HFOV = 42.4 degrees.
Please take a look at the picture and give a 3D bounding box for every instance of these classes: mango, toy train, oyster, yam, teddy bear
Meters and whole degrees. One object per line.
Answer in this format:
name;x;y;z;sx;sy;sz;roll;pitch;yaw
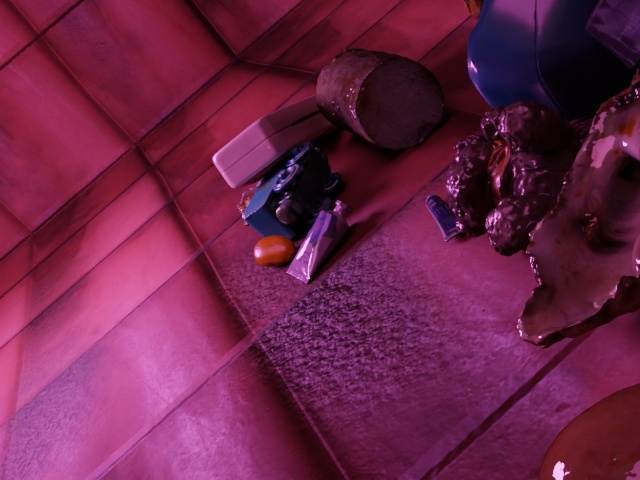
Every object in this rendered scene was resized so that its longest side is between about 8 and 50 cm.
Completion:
mango;-0.075;0.019;1.385;0.089;0.046;0.060;9;54;45
toy train;-0.050;-0.084;1.463;0.154;0.107;0.198;-33;22;36
oyster;0.300;-0.033;0.818;0.166;0.110;0.341;-26;29;41
yam;0.095;-0.263;1.498;0.168;0.168;0.304;-41;24;-3
teddy bear;0.224;-0.070;0.982;0.140;0.177;0.190;0;1;-33
oyster;-0.113;-0.097;1.655;0.121;0.045;0.146;-39;15;10

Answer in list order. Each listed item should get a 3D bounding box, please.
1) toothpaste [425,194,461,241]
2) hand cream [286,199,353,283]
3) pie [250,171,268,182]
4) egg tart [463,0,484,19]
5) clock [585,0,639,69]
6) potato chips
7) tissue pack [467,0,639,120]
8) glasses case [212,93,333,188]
toothpaste;0.168;-0.035;1.135;0.037;0.021;0.140;-36;24;7
hand cream;0.000;0.000;1.306;0.142;0.053;0.084;-54;25;-6
pie;-0.134;-0.208;1.884;0.204;0.054;0.219;-10;37;50
egg tart;0.348;-0.526;1.419;0.319;0.319;0.128;-39;57;1
clock;0.414;-0.347;0.826;0.386;0.076;0.386;-49;-9;-10
potato chips;0.244;0.164;0.599;0.195;0.062;0.208;-41;20;-7
tissue pack;0.321;-0.312;1.092;0.206;0.198;0.287;-3;70;35
glasses case;-0.077;-0.201;1.612;0.144;0.076;0.336;-35;3;28
